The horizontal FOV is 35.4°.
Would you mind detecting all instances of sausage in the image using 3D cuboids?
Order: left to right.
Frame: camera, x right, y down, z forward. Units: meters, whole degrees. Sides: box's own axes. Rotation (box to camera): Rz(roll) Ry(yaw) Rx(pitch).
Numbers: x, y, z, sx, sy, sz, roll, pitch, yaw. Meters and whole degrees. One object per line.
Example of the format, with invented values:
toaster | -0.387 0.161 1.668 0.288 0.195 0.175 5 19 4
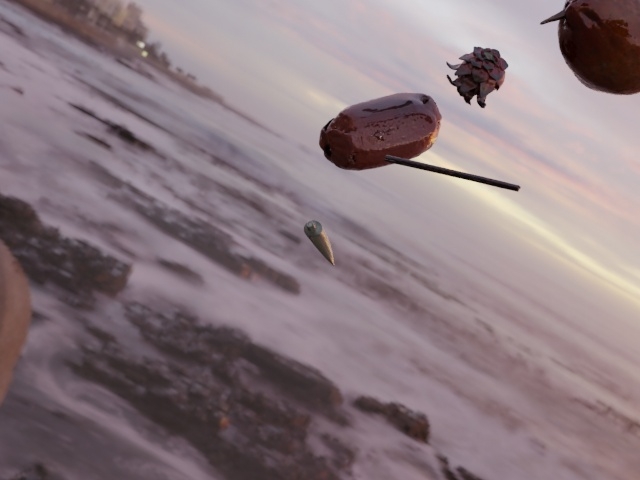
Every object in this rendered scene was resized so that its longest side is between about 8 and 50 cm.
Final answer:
sausage | 0.134 -0.235 2.160 0.280 0.152 0.152 -16 26 -22

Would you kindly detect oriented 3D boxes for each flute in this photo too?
flute | 0.218 -0.115 1.703 0.270 0.014 0.014 17 -3 36

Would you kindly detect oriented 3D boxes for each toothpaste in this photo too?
toothpaste | 0.000 0.000 2.231 0.218 0.041 0.064 58 9 -68

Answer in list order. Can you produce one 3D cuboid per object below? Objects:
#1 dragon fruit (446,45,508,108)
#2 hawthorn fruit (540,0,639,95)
dragon fruit | 0.387 -0.404 2.443 0.121 0.142 0.130 51 13 -37
hawthorn fruit | 0.540 -0.393 1.909 0.262 0.210 0.210 17 9 -26
